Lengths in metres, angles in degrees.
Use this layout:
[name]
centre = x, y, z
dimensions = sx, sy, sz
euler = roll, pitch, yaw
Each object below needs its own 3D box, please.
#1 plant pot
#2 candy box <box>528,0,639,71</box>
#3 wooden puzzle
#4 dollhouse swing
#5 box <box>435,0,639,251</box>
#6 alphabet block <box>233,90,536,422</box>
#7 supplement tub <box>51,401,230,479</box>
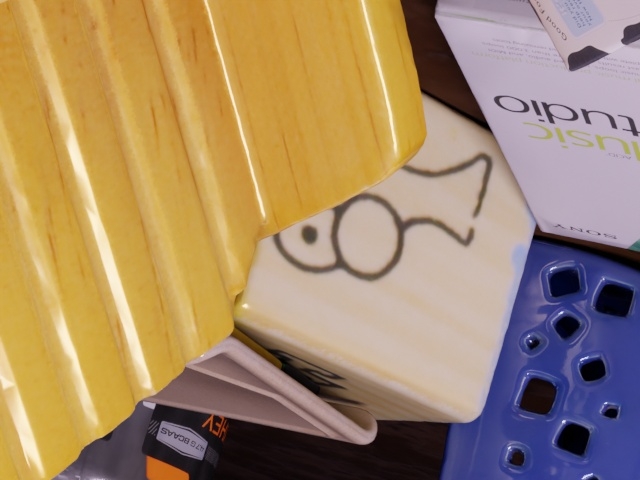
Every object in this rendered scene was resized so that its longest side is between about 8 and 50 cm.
[plant pot]
centre = 0.236, 0.145, 1.474
dimensions = 0.212, 0.236, 0.236
euler = 3, 160, 26
[candy box]
centre = 0.164, -0.140, 0.621
dimensions = 0.070, 0.165, 0.196
euler = 59, 159, -2
[wooden puzzle]
centre = -0.103, 0.069, 1.208
dimensions = 0.221, 0.044, 0.239
euler = 9, 168, 28
[dollhouse swing]
centre = -0.037, -0.041, 0.723
dimensions = 0.305, 0.347, 0.315
euler = 4, 120, 37
[box]
centre = 0.209, -0.060, 1.078
dimensions = 0.232, 0.058, 0.322
euler = 12, 165, 21
[alphabet block]
centre = 0.000, 0.000, 1.278
dimensions = 0.197, 0.192, 0.193
euler = 27, 161, -30
[supplement tub]
centre = -0.167, 0.106, 1.555
dimensions = 0.207, 0.338, 0.207
euler = 16, 166, 4
